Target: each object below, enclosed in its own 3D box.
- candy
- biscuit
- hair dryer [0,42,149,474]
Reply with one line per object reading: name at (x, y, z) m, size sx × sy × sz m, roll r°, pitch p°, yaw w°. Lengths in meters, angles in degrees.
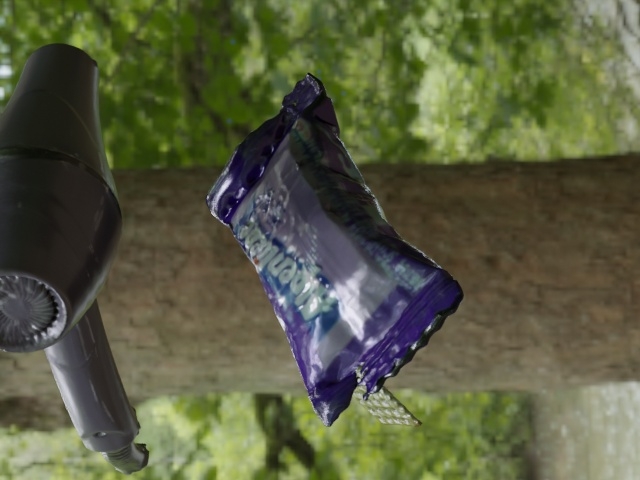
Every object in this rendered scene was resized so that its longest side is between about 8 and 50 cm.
candy at (0.000, 0.000, 0.873) m, size 0.145 × 0.070 × 0.275 m, roll -48°, pitch 49°, yaw 19°
biscuit at (0.052, 0.206, 1.682) m, size 0.016 × 0.203 × 0.144 m, roll -51°, pitch 14°, yaw -20°
hair dryer at (-0.191, 0.050, 0.905) m, size 0.301 × 0.121 × 0.361 m, roll -97°, pitch 1°, yaw -53°
